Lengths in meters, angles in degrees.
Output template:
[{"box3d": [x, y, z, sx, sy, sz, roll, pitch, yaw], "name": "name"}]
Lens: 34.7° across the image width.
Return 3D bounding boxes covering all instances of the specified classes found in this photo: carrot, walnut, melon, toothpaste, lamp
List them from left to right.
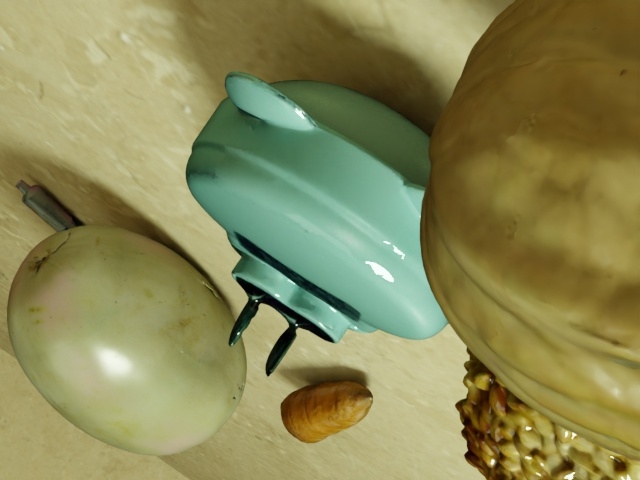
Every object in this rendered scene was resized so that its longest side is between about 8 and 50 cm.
[{"box3d": [-0.322, -0.018, 1.303, 0.045, 0.028, 0.170, -3, 139, 46], "name": "toothpaste"}, {"box3d": [-0.215, 0.117, 1.172, 0.223, 0.223, 0.317, 10, 152, 45], "name": "melon"}, {"box3d": [0.007, -0.009, 0.708, 0.209, 0.147, 0.284, 35, 149, 5], "name": "lamp"}, {"box3d": [0.015, 0.197, 1.210, 0.072, 0.072, 0.205, 38, 155, -7], "name": "carrot"}, {"box3d": [0.167, -0.007, 0.421, 0.260, 0.225, 0.225, 18, 153, 23], "name": "walnut"}]

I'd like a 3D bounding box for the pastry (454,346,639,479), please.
[{"box3d": [0.219, 0.128, 0.640, 0.284, 0.184, 0.316, 14, 149, 38], "name": "pastry"}]
